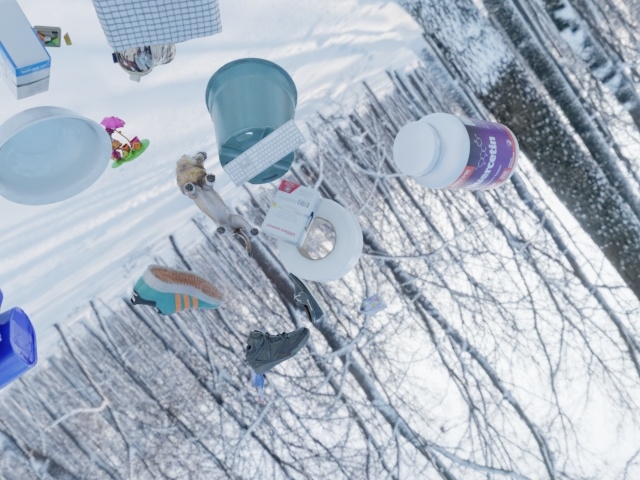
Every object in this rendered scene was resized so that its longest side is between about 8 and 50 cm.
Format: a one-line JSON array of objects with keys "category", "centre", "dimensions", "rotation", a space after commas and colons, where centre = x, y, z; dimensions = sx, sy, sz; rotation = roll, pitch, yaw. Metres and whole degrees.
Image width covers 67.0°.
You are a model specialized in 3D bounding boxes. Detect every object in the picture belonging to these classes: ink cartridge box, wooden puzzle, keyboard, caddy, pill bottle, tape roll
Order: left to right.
[{"category": "caddy", "centre": [-0.886, 0.260, 1.249], "dimensions": [0.179, 0.241, 0.341], "rotation": [-33, -144, -15]}, {"category": "ink cartridge box", "centre": [-0.714, -0.439, 1.131], "dimensions": [0.086, 0.148, 0.203], "rotation": [-36, -168, -30]}, {"category": "wooden puzzle", "centre": [-0.748, -0.558, 1.327], "dimensions": [0.116, 0.014, 0.078], "rotation": [-13, 163, -26]}, {"category": "keyboard", "centre": [-0.160, -0.242, 1.359], "dimensions": [0.256, 0.072, 0.014], "rotation": [-30, -162, 22]}, {"category": "ink cartridge box", "centre": [-0.089, -0.082, 1.494], "dimensions": [0.072, 0.128, 0.175], "rotation": [59, 53, -71]}, {"category": "tape roll", "centre": [0.000, 0.000, 1.661], "dimensions": [0.286, 0.286, 0.100], "rotation": [-36, 161, 11]}, {"category": "pill bottle", "centre": [0.336, -0.217, 1.204], "dimensions": [0.323, 0.181, 0.181], "rotation": [-4, 164, -39]}]

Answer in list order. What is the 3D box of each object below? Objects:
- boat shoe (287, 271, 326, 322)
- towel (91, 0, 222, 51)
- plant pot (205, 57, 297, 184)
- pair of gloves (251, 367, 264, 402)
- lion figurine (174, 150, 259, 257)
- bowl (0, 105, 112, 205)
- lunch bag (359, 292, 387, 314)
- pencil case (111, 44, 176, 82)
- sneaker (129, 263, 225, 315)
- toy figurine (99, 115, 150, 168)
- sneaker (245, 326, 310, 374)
[{"category": "boat shoe", "centre": [-0.069, 0.229, 1.969], "dimensions": [0.079, 0.233, 0.084], "rotation": [-35, -171, -15]}, {"category": "towel", "centre": [-0.389, -0.581, 1.134], "dimensions": [0.284, 0.121, 0.235], "rotation": [-16, 160, -11]}, {"category": "plant pot", "centre": [-0.231, -0.397, 1.689], "dimensions": [0.341, 0.341, 0.334], "rotation": [-34, -135, 26]}, {"category": "pair of gloves", "centre": [-0.239, 0.500, 1.811], "dimensions": [0.023, 0.159, 0.198], "rotation": [-6, -165, -18]}, {"category": "lion figurine", "centre": [-0.351, -0.117, 1.606], "dimensions": [0.142, 0.392, 0.240], "rotation": [-32, -168, -13]}, {"category": "bowl", "centre": [-0.712, -0.240, 1.247], "dimensions": [0.298, 0.134, 0.298], "rotation": [-37, 160, -16]}, {"category": "lunch bag", "centre": [0.179, 0.226, 1.680], "dimensions": [0.083, 0.053, 0.071], "rotation": [-35, 149, 14]}, {"category": "pencil case", "centre": [-0.707, -0.774, 1.971], "dimensions": [0.410, 0.160, 0.183], "rotation": [-96, -151, -64]}, {"category": "sneaker", "centre": [-0.411, 0.158, 1.395], "dimensions": [0.121, 0.108, 0.302], "rotation": [-45, 144, 12]}, {"category": "toy figurine", "centre": [-0.745, -0.373, 1.761], "dimensions": [0.173, 0.159, 0.130], "rotation": [-35, -141, 0]}, {"category": "sneaker", "centre": [-0.148, 0.327, 1.558], "dimensions": [0.228, 0.130, 0.087], "rotation": [-31, -161, 7]}]
